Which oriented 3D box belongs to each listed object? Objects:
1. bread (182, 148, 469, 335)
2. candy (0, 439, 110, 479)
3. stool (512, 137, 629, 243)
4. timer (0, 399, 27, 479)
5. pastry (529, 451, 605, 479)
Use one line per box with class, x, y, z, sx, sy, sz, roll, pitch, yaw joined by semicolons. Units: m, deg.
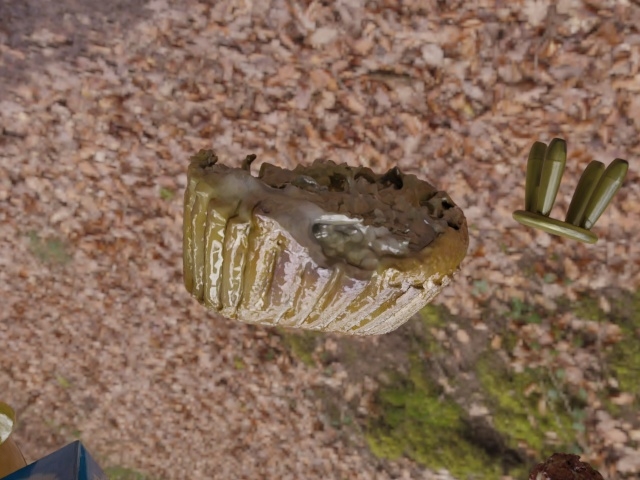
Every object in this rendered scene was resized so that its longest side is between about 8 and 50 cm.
bread;0.000;0.000;0.786;0.274;0.149;0.274;12;-162;-4
candy;-0.177;0.314;0.649;0.157;0.306;0.100;-27;-152;-3
stool;0.311;-0.062;1.069;0.135;0.110;0.134;22;-177;43
timer;-0.433;0.260;0.747;0.376;0.376;0.387;5;149;-1
pastry;0.431;0.441;1.378;0.115;0.208;0.097;-25;150;-12
